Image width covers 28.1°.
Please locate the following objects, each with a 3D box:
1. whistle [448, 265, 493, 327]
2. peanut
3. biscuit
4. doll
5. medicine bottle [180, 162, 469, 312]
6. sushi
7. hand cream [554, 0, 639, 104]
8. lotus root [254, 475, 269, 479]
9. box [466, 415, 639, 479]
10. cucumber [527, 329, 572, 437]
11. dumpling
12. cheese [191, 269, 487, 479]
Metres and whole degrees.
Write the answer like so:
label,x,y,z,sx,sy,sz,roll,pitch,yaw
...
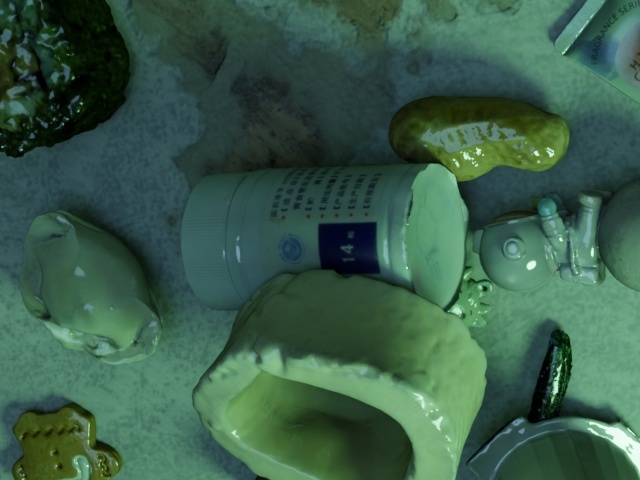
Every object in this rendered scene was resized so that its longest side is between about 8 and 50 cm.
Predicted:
label,x,y,z,sx,sy,sz,roll,pitch,yaw
whistle,0.108,0.098,1.680,0.253,0.106,0.102,-19,76,20
peanut,0.196,-0.127,1.595,0.226,0.095,0.108,1,101,14
biscuit,-0.379,0.369,1.939,0.184,0.035,0.249,-9,102,19
doll,0.327,0.003,1.568,0.287,0.151,0.151,-7,102,23
medicine bottle,0.000,0.000,1.613,0.332,0.190,0.190,0,105,29
sushi,-0.439,-0.278,1.708,0.294,0.178,0.352,-27,94,23
hand cream,0.445,-0.178,1.521,0.341,0.078,0.124,39,113,9
lotus root,-0.037,0.328,1.784,0.159,0.135,0.095,-17,98,7
box,0.315,0.392,1.608,0.262,0.206,0.291,4,106,1
cucumber,0.293,0.238,1.690,0.044,0.043,0.256,14,107,8
dumpling,-0.324,0.073,1.790,0.162,0.132,0.250,-42,89,19
cheese,0.020,0.179,1.526,0.332,0.153,0.292,17,137,11
